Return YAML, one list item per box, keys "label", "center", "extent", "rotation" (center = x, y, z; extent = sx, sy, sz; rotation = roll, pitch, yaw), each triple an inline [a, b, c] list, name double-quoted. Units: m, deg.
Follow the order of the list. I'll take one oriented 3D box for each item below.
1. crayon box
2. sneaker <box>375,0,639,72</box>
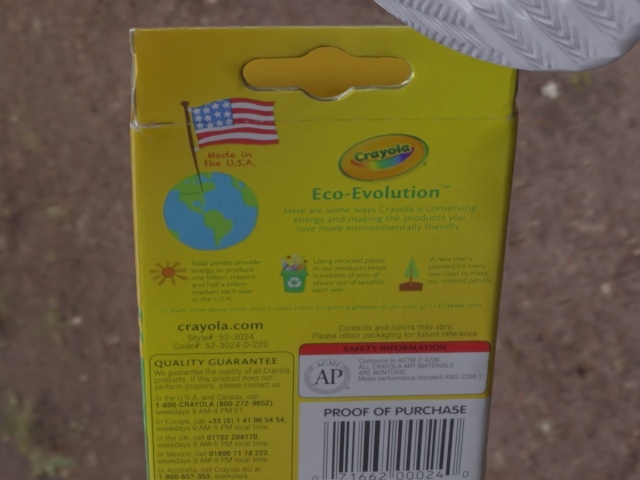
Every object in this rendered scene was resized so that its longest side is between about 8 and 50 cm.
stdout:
- label: "crayon box"
  center: [0.000, 0.000, 1.077]
  extent: [0.081, 0.202, 0.318]
  rotation: [-95, 6, -52]
- label: "sneaker"
  center: [0.128, -0.165, 0.651]
  extent: [0.124, 0.180, 0.321]
  rotation: [49, 154, -18]
